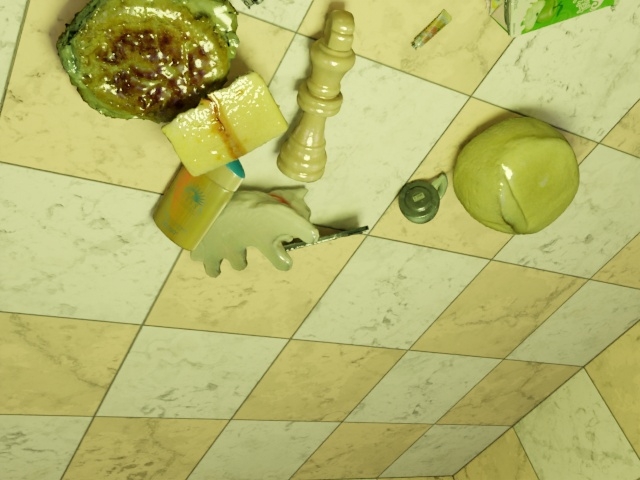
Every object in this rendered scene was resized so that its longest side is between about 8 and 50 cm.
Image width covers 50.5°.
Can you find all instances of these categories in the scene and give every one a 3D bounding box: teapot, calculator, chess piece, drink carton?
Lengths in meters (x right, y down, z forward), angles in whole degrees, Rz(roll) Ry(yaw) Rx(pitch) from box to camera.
[{"bbox_3d":[0.276,-0.109,1.846,0.111,0.149,0.108,14,161,18],"label":"teapot"},{"bbox_3d":[0.000,0.000,1.824,0.261,0.021,0.161,-15,179,-8],"label":"calculator"},{"bbox_3d":[0.002,-0.313,1.483,0.117,0.117,0.397,0,134,-22],"label":"chess piece"},{"bbox_3d":[0.492,-0.543,1.422,0.270,0.108,0.161,-18,140,-1],"label":"drink carton"}]

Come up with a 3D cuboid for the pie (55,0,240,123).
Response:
[{"bbox_3d":[-0.324,-0.358,1.303,0.354,0.103,0.288,-35,136,17],"label":"pie"}]

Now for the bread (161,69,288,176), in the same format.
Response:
[{"bbox_3d":[-0.207,-0.267,1.398,0.240,0.135,0.178,-29,142,-2],"label":"bread"}]

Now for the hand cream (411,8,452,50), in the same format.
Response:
[{"bbox_3d":[0.242,-0.458,1.484,0.102,0.022,0.035,-41,128,17],"label":"hand cream"}]

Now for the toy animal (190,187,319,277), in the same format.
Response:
[{"bbox_3d":[-0.169,-0.033,1.710,0.266,0.188,0.308,27,131,-12],"label":"toy animal"}]

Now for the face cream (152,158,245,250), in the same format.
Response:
[{"bbox_3d":[-0.282,-0.112,1.585,0.285,0.139,0.067,-51,176,30],"label":"face cream"}]

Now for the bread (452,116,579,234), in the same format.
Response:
[{"bbox_3d":[0.502,-0.166,1.761,0.320,0.237,0.321,-19,134,-21],"label":"bread"}]

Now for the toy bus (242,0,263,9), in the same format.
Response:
[{"bbox_3d":[-0.106,-0.498,1.255,0.122,0.075,0.060,-33,139,14],"label":"toy bus"}]
